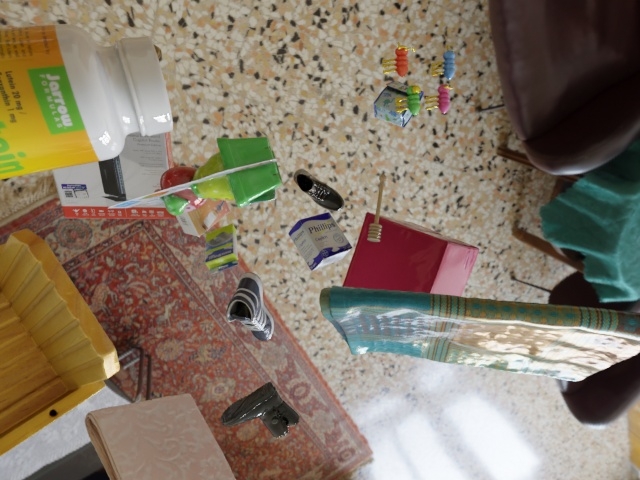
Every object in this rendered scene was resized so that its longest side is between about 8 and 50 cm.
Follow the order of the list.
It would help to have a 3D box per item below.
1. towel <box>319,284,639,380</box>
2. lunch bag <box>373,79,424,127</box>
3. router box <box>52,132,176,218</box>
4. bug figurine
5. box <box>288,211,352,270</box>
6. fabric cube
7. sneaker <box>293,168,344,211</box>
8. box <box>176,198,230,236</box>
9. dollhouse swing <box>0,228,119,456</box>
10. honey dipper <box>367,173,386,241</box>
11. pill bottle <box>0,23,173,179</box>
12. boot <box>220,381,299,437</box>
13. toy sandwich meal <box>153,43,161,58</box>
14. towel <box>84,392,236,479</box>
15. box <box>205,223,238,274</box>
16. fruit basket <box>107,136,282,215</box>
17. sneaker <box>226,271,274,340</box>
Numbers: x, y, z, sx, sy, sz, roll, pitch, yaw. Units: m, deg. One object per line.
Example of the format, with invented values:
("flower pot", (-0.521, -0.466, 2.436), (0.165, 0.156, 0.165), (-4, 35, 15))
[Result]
("towel", (0.198, 0.135, 0.562), (0.369, 0.040, 0.271), (4, 154, 15))
("lunch bag", (0.282, -0.503, 1.483), (0.151, 0.128, 0.096), (-54, 159, -17))
("router box", (-0.629, -0.215, 1.266), (0.335, 0.082, 0.301), (0, 123, -9))
("bug figurine", (0.329, -0.498, 1.273), (0.278, 0.072, 0.217), (-10, 98, -26))
("box", (0.000, 0.000, 1.195), (0.126, 0.137, 0.072), (-18, 158, -43))
("fabric cube", (0.252, 0.087, 1.171), (0.258, 0.259, 0.254), (6, 106, -52))
("sneaker", (-0.006, -0.166, 1.469), (0.222, 0.118, 0.083), (34, 102, -12))
("box", (-0.441, -0.120, 1.524), (0.170, 0.090, 0.130), (-48, 136, -36))
("dollhouse swing", (-0.585, 0.196, 0.728), (0.315, 0.305, 0.347), (-33, 96, -33))
("honey dipper", (0.134, -0.077, 0.950), (0.030, 0.030, 0.161), (15, 79, -26))
("pill bottle", (-0.289, -0.141, 0.421), (0.245, 0.136, 0.137), (-17, 119, -20))
("boot", (-0.225, 0.682, 1.570), (0.246, 0.094, 0.207), (-33, 107, -3))
("toy sandwich meal", (-0.401, -0.418, 0.936), (0.085, 0.086, 0.029), (-14, 150, -14))
("towel", (-0.409, 0.558, 1.083), (0.053, 0.317, 0.331), (-48, 152, 11))
("box", (-0.348, 0.027, 1.447), (0.108, 0.178, 0.042), (-20, 134, 4))
("fruit basket", (-0.262, -0.124, 0.979), (0.352, 0.327, 0.166), (-23, 98, -2))
("sneaker", (-0.233, 0.262, 1.372), (0.099, 0.153, 0.283), (-3, 120, 11))
